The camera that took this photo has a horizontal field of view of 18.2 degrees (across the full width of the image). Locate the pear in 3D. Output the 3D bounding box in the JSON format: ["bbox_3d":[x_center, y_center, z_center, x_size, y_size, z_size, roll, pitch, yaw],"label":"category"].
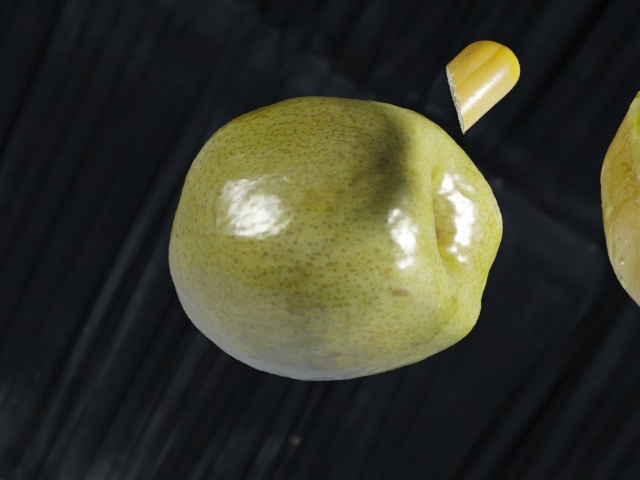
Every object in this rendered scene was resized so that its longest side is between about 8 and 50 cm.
[{"bbox_3d":[0.000,0.000,1.341,0.228,0.211,0.188,12,71,-60],"label":"pear"}]

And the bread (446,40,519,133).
[{"bbox_3d":[0.142,-0.150,1.896,0.062,0.049,0.103,31,55,24],"label":"bread"}]

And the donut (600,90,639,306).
[{"bbox_3d":[0.333,-0.022,1.626,0.208,0.128,0.261,25,36,-7],"label":"donut"}]
